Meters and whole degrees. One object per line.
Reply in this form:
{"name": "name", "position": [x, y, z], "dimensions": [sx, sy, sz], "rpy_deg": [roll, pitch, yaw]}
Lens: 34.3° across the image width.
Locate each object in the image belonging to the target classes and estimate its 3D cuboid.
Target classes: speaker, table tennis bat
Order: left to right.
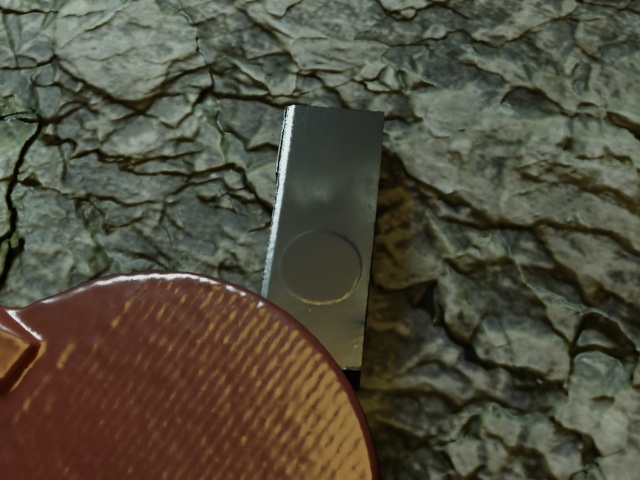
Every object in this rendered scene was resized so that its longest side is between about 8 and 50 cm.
{"name": "table tennis bat", "position": [-0.148, 0.124, 0.691], "dimensions": [0.414, 0.051, 0.268], "rpy_deg": [32, 77, 19]}
{"name": "speaker", "position": [0.000, 0.000, 0.776], "dimensions": [0.082, 0.044, 0.218], "rpy_deg": [6, 62, 3]}
